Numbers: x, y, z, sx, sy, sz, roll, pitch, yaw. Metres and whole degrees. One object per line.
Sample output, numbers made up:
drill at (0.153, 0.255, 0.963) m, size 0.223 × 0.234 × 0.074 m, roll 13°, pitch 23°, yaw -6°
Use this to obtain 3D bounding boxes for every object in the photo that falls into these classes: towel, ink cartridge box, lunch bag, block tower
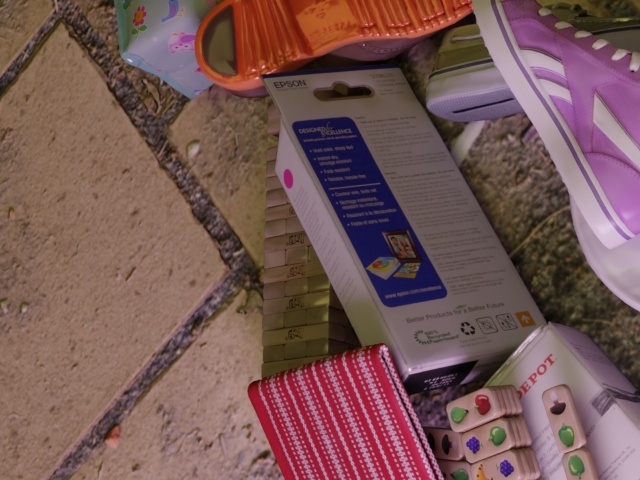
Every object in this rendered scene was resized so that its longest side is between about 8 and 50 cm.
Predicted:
towel at (0.029, 0.209, 1.518) m, size 0.275 × 0.031 × 0.199 m, roll -24°, pitch 90°, yaw 58°
ink cartridge box at (0.242, 0.207, 1.437) m, size 0.158 × 0.092 × 0.218 m, roll -50°, pitch 57°, yaw 18°
lunch bag at (-0.130, -0.338, 1.803) m, size 0.223 × 0.160 × 0.262 m, roll -28°, pitch 57°, yaw 28°
block tower at (0.000, 0.000, 1.667) m, size 0.097 × 0.091 × 0.336 m, roll -11°, pitch 72°, yaw 35°
ink cartridge box at (0.075, -0.021, 1.559) m, size 0.371 × 0.175 × 0.069 m, roll 65°, pitch 146°, yaw 27°

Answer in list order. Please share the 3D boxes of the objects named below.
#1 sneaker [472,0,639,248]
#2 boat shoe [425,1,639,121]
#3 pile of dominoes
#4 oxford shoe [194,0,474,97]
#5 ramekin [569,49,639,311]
sneaker at (0.253, -0.149, 1.358) m, size 0.161 × 0.102 × 0.282 m, roll -35°, pitch 71°, yaw 21°
boat shoe at (0.229, -0.188, 1.535) m, size 0.302 × 0.109 × 0.094 m, roll -7°, pitch 73°, yaw 38°
pile of dominoes at (0.171, 0.260, 1.396) m, size 0.196 × 0.040 × 0.251 m, roll -30°, pitch 69°, yaw 43°
oxford shoe at (0.049, -0.248, 1.675) m, size 0.363 × 0.133 × 0.130 m, roll -16°, pitch 75°, yaw 12°
ramekin at (0.368, -0.048, 1.383) m, size 0.272 × 0.127 × 0.273 m, roll -10°, pitch 73°, yaw 34°
